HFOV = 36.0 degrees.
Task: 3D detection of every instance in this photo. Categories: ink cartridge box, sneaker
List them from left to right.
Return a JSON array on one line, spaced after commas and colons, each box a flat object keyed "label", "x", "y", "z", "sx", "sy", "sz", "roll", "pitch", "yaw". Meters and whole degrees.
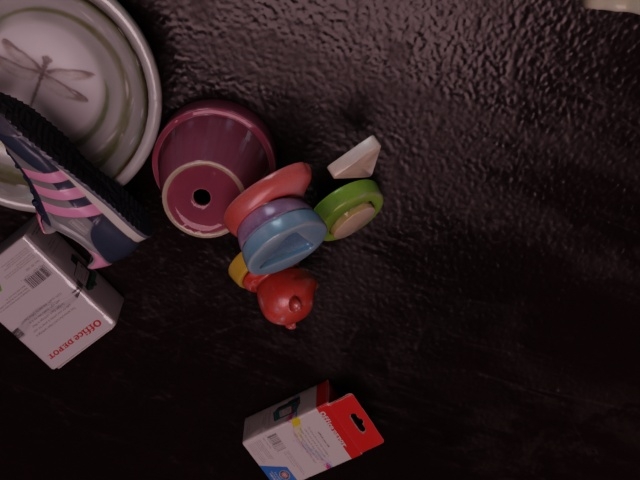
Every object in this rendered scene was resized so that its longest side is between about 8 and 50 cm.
[{"label": "ink cartridge box", "x": -0.471, "y": 0.091, "z": 1.694, "sx": 0.160, "sy": 0.092, "sz": 0.219, "roll": -35, "pitch": 112, "yaw": 17}, {"label": "sneaker", "x": -0.407, "y": -0.079, "z": 1.485, "sx": 0.131, "sy": 0.112, "sz": 0.319, "roll": -39, "pitch": 109, "yaw": 16}, {"label": "ink cartridge box", "x": -0.012, "y": 0.353, "z": 1.826, "sx": 0.231, "sy": 0.078, "sz": 0.134, "roll": -26, "pitch": 114, "yaw": 14}]

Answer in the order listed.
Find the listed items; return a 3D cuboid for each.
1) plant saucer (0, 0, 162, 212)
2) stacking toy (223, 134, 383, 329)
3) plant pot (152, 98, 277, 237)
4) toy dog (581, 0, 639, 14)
[{"label": "plant saucer", "x": -0.438, "y": -0.240, "z": 1.522, "sx": 0.400, "sy": 0.100, "sz": 0.400, "roll": 1, "pitch": 116, "yaw": 1}, {"label": "stacking toy", "x": 0.000, "y": 0.000, "z": 1.516, "sx": 0.279, "sy": 0.130, "sz": 0.309, "roll": -27, "pitch": 158, "yaw": -10}, {"label": "plant pot", "x": -0.171, "y": -0.100, "z": 1.544, "sx": 0.201, "sy": 0.180, "sz": 0.201, "roll": 0, "pitch": 118, "yaw": 1}, {"label": "toy dog", "x": 0.563, "y": -0.494, "z": 1.278, "sx": 0.395, "sy": 0.284, "sz": 0.408, "roll": -8, "pitch": 117, "yaw": -14}]
